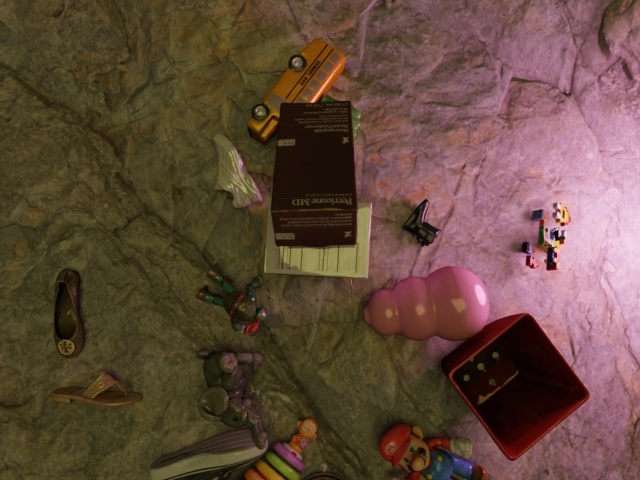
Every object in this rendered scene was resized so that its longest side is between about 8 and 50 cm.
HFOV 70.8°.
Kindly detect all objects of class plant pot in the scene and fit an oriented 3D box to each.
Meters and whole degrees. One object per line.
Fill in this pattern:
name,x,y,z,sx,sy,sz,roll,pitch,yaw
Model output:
plant pot,0.488,0.369,1.230,0.267,0.236,0.267,-36,88,-5

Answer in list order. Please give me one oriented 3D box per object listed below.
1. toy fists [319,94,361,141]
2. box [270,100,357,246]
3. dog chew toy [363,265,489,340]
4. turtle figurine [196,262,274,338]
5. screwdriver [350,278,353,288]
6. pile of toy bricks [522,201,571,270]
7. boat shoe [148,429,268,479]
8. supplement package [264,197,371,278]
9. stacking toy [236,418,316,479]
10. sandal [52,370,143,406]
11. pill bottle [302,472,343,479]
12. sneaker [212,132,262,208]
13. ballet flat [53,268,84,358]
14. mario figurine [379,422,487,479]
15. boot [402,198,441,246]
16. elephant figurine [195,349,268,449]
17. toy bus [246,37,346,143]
toy fists,0.008,-0.280,1.315,0.142,0.096,0.279,35,86,8
box,-0.012,-0.173,1.104,0.191,0.143,0.381,-2,55,1
dog chew toy,0.286,0.185,1.254,0.332,0.206,0.206,-8,87,3
turtle figurine,-0.222,0.171,1.260,0.234,0.118,0.175,30,85,4
screwdriver,0.083,0.060,1.329,0.025,0.024,0.169,-16,86,24
pile of toy bricks,0.689,0.004,1.348,0.105,0.118,0.212,26,66,-29
boat shoe,-0.293,0.616,1.231,0.335,0.121,0.119,-17,95,6
supplement package,0.000,0.000,1.225,0.263,0.199,0.198,3,86,5
stacking toy,-0.106,0.622,1.231,0.175,0.166,0.302,39,70,3
sandal,-0.609,0.396,1.226,0.240,0.088,0.079,1,92,1
pill bottle,0.017,0.741,1.121,0.188,0.334,0.187,0,86,-4
sneaker,-0.265,-0.194,1.292,0.115,0.090,0.232,-28,87,-2
ballet flat,-0.704,0.202,1.247,0.084,0.058,0.249,-1,86,-3
mario figurine,0.304,0.624,1.228,0.321,0.170,0.198,31,50,-9
boot,0.314,-0.050,1.342,0.099,0.045,0.121,37,92,1
elephant figurine,-0.242,0.421,1.207,0.170,0.186,0.239,8,76,-25
toy bus,-0.074,-0.421,1.311,0.130,0.108,0.332,35,84,-3
